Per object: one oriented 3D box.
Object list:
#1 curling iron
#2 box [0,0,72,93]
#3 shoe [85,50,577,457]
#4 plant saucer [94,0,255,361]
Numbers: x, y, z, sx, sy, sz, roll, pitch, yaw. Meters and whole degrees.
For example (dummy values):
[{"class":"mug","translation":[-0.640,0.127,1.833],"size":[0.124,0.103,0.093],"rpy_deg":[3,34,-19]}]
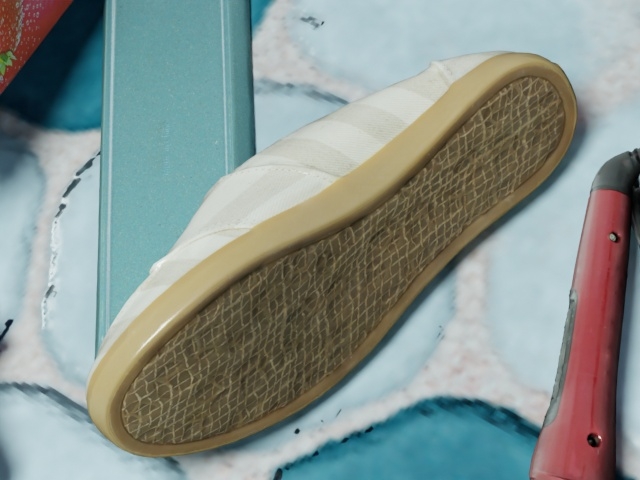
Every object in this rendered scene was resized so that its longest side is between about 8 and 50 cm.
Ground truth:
[{"class":"curling iron","translation":[0.099,0.080,0.581],"size":[0.068,0.035,0.274],"rpy_deg":[10,61,20]},{"class":"box","translation":[-0.157,-0.165,0.713],"size":[0.123,0.128,0.257],"rpy_deg":[11,47,19]},{"class":"shoe","translation":[0.000,0.000,0.641],"size":[0.219,0.076,0.058],"rpy_deg":[-37,39,-18]},{"class":"plant saucer","translation":[-0.060,-0.035,0.706],"size":[0.067,0.018,0.192],"rpy_deg":[-9,56,8]}]
